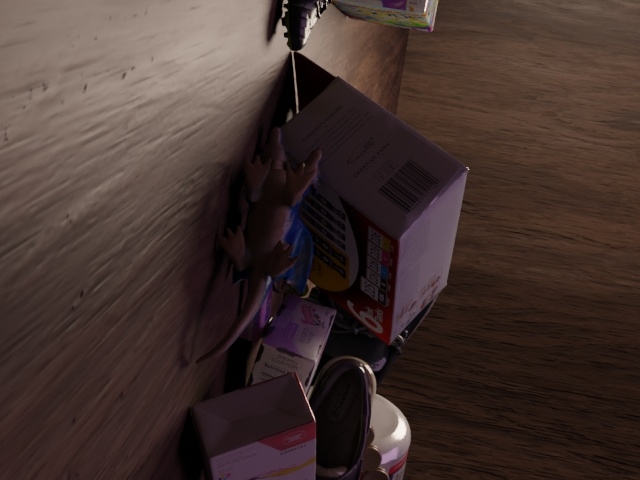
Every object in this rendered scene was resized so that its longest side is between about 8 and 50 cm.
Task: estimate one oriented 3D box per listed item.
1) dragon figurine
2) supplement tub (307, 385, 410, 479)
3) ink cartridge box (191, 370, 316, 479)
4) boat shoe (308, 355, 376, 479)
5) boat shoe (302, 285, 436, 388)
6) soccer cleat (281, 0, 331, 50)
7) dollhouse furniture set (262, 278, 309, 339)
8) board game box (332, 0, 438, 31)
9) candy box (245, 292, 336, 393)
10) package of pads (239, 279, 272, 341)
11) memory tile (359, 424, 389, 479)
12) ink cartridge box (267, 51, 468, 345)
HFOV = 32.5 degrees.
[{"bbox_3d":[-0.052,0.004,1.149,0.144,0.085,0.289,78,22,-72],"label":"dragon figurine"},{"bbox_3d":[0.016,0.360,1.555,0.191,0.191,0.272,-64,164,-67],"label":"supplement tub"},{"bbox_3d":[-0.067,0.228,1.173,0.198,0.115,0.067,90,-20,-56],"label":"ink cartridge box"},{"bbox_3d":[0.000,0.277,1.333,0.092,0.103,0.285,62,46,-80],"label":"boat shoe"},{"bbox_3d":[0.059,0.124,1.700,0.500,0.186,0.156,-68,173,30],"label":"boat shoe"},{"bbox_3d":[0.001,-0.291,1.218,0.060,0.072,0.179,78,23,-73],"label":"soccer cleat"},{"bbox_3d":[-0.061,0.059,1.431,0.076,0.058,0.152,-60,141,-50],"label":"dollhouse furniture set"},{"bbox_3d":[0.105,-0.401,1.632,0.275,0.144,0.142,-32,132,-80],"label":"board game box"},{"bbox_3d":[-0.053,0.186,1.344,0.165,0.070,0.196,-60,170,-70],"label":"candy box"},{"bbox_3d":[-0.075,0.071,1.290,0.050,0.032,0.083,-72,170,-65],"label":"package of pads"},{"bbox_3d":[0.030,0.304,1.421,0.012,0.113,0.148,-94,167,-67],"label":"memory tile"},{"bbox_3d":[0.031,-0.048,1.396,0.130,0.272,0.309,-44,159,-19],"label":"ink cartridge box"}]
